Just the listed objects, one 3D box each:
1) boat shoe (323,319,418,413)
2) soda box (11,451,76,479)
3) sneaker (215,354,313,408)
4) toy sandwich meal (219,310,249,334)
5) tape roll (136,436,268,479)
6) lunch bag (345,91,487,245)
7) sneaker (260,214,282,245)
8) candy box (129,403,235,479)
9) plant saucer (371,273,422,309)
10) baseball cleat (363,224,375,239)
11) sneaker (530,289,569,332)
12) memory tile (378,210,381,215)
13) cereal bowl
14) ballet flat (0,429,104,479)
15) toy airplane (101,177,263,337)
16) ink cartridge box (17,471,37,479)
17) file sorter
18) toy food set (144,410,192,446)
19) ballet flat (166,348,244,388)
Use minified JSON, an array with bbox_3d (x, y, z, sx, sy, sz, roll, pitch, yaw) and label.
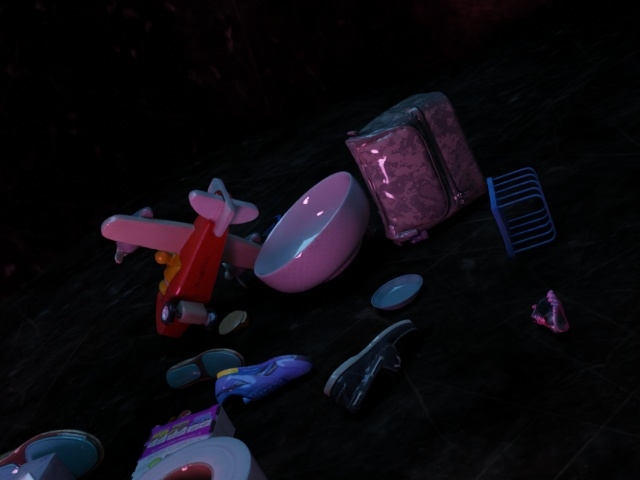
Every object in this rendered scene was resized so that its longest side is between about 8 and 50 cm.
[{"bbox_3d":[0.108,0.227,1.491,0.079,0.084,0.233,34,48,26],"label":"boat shoe"},{"bbox_3d":[-0.569,0.538,1.564,0.091,0.098,0.286,-23,21,17],"label":"soda box"},{"bbox_3d":[-0.111,0.287,1.648,0.209,0.069,0.082,-15,54,11],"label":"sneaker"},{"bbox_3d":[-0.213,0.205,2.030,0.085,0.029,0.085,-32,25,17],"label":"toy sandwich meal"},{"bbox_3d":[-0.169,0.427,1.188,0.246,0.169,0.246,-26,19,10],"label":"tape roll"},{"bbox_3d":[0.220,-0.173,1.992,0.256,0.305,0.212,-30,16,-17],"label":"lunch bag"},{"bbox_3d":[-0.142,-0.004,2.381,0.090,0.081,0.232,-18,21,7],"label":"sneaker"},{"bbox_3d":[-0.254,0.412,1.492,0.159,0.071,0.233,-23,19,15],"label":"candy box"},{"bbox_3d":[0.166,0.114,1.747,0.119,0.021,0.119,-25,20,10],"label":"plant saucer"},{"bbox_3d":[0.068,-0.011,2.159,0.109,0.072,0.206,-49,21,-9],"label":"baseball cleat"},{"bbox_3d":[0.382,0.129,1.389,0.057,0.047,0.119,-29,11,18],"label":"sneaker"},{"bbox_3d":[0.222,-0.087,2.197,0.113,0.012,0.148,-32,20,-9],"label":"memory tile"},{"bbox_3d":[0.000,0.000,2.021,0.339,0.141,0.339,-43,18,18],"label":"cereal bowl"},{"bbox_3d":[-0.605,0.477,1.764,0.348,0.123,0.123,-25,19,11],"label":"ballet flat"},{"bbox_3d":[-0.327,0.015,2.124,0.384,0.386,0.272,-33,32,-16],"label":"toy airplane"},{"bbox_3d":[-0.520,0.549,1.319,0.278,0.117,0.201,-37,52,-24],"label":"ink cartridge box"},{"bbox_3d":[0.418,-0.065,1.716,0.104,0.118,0.170,-19,21,15],"label":"file sorter"},{"bbox_3d":[-0.312,0.388,1.710,0.122,0.019,0.078,-37,21,-24],"label":"toy food set"},{"bbox_3d":[-0.251,0.277,1.842,0.206,0.073,0.067,-16,8,23],"label":"ballet flat"}]
